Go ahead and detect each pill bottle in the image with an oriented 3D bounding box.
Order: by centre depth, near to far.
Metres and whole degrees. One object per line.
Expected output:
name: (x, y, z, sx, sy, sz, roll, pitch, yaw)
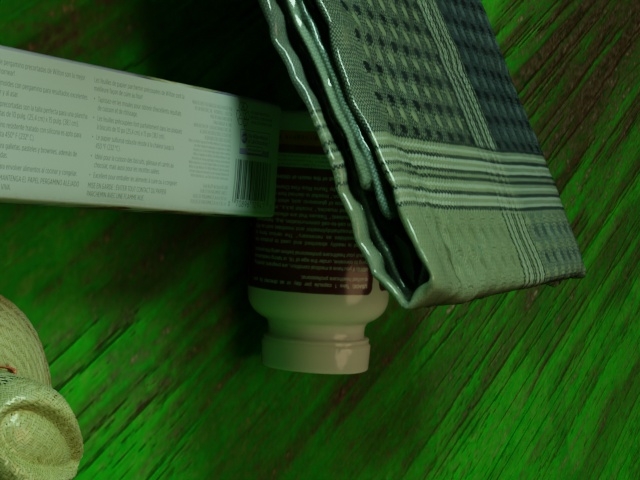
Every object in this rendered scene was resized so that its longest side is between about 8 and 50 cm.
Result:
pill bottle: (0.000, 0.000, 0.897, 0.086, 0.086, 0.152, -2, 95, -62)

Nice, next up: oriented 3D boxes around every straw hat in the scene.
straw hat: (-0.141, 0.088, 0.671, 0.144, 0.061, 0.145, -13, 105, -61)

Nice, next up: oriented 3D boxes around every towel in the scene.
towel: (0.042, -0.107, 0.874, 0.324, 0.056, 0.312, 0, 68, -66)

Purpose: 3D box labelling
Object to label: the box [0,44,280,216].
box: (-0.123, -0.047, 0.682, 0.324, 0.063, 0.067, 1, 92, -62)
